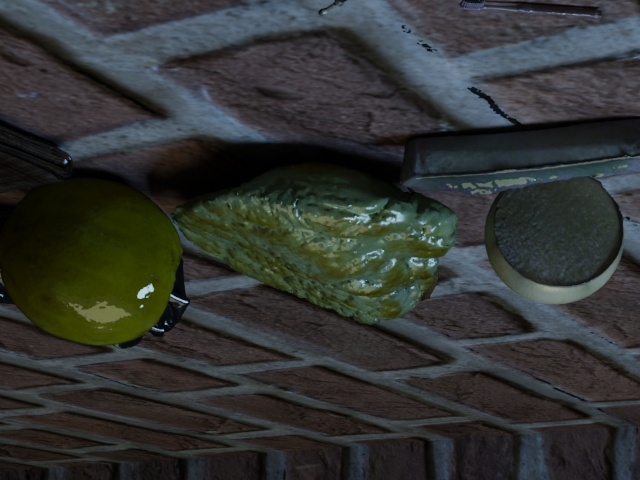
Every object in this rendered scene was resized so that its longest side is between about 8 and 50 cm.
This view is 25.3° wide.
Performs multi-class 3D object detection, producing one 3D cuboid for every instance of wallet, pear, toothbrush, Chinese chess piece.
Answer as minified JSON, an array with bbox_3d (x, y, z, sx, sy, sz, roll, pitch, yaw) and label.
[{"bbox_3d":[-0.335,-0.058,1.197,0.230,0.042,0.124,-6,166,27],"label":"wallet"},{"bbox_3d":[-0.204,0.018,1.277,0.162,0.149,0.149,19,165,4],"label":"pear"},{"bbox_3d":[0.138,-0.152,0.933,0.097,0.006,0.008,3,161,-11],"label":"toothbrush"},{"bbox_3d":[0.205,-0.004,1.253,0.122,0.122,0.051,0,160,-1],"label":"Chinese chess piece"}]

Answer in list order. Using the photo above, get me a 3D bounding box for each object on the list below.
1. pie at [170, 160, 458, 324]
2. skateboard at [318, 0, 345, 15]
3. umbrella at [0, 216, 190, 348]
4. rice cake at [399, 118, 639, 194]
[{"bbox_3d":[-0.009,-0.002,1.301,0.257,0.105,0.274,9,164,0],"label":"pie"},{"bbox_3d":[0.020,-0.159,0.760,0.064,0.083,0.032,11,160,-39],"label":"skateboard"},{"bbox_3d":[-0.273,0.029,1.397,0.118,0.118,0.340,-14,160,41],"label":"umbrella"},{"bbox_3d":[0.165,-0.070,1.165,0.207,0.047,0.036,-6,149,12],"label":"rice cake"}]
